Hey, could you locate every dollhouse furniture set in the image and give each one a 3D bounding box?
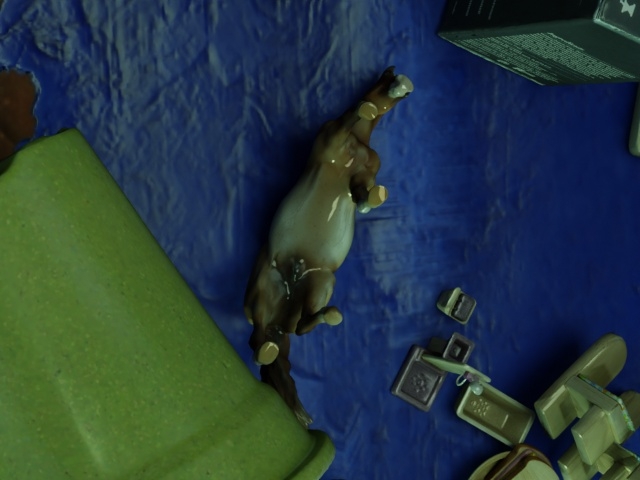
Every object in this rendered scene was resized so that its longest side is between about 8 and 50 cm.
[{"bbox_3d":[0.132,0.101,1.382,0.114,0.081,0.091,32,80,-26],"label":"dollhouse furniture set"},{"bbox_3d":[0.314,0.181,1.417,0.161,0.212,0.242,-43,138,-16],"label":"dollhouse furniture set"}]

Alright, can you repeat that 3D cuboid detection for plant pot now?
[{"bbox_3d":[-0.170,0.080,1.147,0.276,0.276,0.253,-29,94,-22],"label":"plant pot"}]

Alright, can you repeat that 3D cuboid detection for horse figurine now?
[{"bbox_3d":[0.000,0.000,1.280,0.066,0.174,0.263,20,94,-8],"label":"horse figurine"}]

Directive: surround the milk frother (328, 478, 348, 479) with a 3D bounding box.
[{"bbox_3d":[0.047,0.245,1.320,0.143,0.135,0.129,20,84,-27],"label":"milk frother"}]

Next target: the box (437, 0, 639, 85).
[{"bbox_3d":[0.196,-0.197,1.321,0.108,0.207,0.153,22,84,-27],"label":"box"}]

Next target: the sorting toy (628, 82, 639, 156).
[{"bbox_3d":[0.392,-0.169,1.444,0.257,0.089,0.255,10,89,-7],"label":"sorting toy"}]

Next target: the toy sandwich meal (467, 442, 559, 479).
[{"bbox_3d":[0.143,0.194,1.414,0.086,0.029,0.085,-11,115,-25],"label":"toy sandwich meal"}]
